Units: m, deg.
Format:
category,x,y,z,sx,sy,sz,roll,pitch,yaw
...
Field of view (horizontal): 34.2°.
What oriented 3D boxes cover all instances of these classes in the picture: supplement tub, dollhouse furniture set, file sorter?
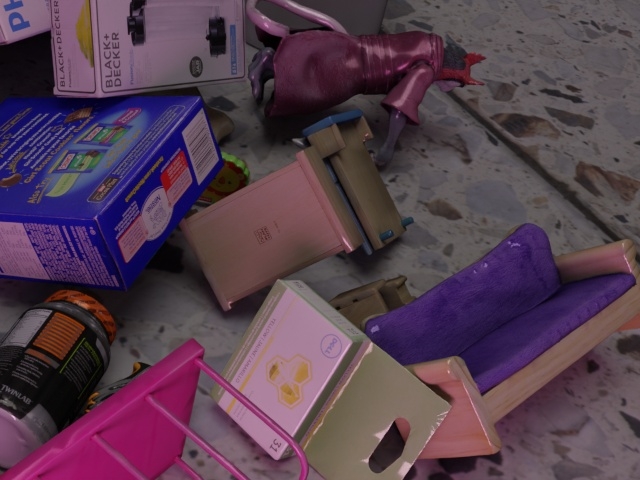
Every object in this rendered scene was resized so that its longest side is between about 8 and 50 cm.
category,x,y,z,sx,sy,sz,roll,pitch,yaw
supplement tub,-0.309,0.149,1.153,0.117,0.117,0.190,20,42,8
dollhouse furniture set,0.000,0.000,1.421,0.286,0.198,0.303,63,24,-3
file sorter,-0.173,0.280,0.986,0.182,0.202,0.291,37,47,20

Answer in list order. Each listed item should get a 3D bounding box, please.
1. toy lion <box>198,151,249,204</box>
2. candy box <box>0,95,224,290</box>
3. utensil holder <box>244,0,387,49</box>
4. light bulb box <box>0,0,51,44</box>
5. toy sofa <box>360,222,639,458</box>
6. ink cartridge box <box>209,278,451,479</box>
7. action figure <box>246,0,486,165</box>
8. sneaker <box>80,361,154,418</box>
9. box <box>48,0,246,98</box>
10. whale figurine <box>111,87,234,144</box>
category,x,y,z,sx,sy,sz,roll,pitch,yaw
toy lion,-0.151,-0.085,1.459,0.100,0.096,0.034,12,42,0
candy box,-0.327,-0.070,1.310,0.317,0.122,0.268,5,39,24
utensil holder,-0.011,-0.550,1.782,0.328,0.385,0.327,8,42,-7
light bulb box,-0.431,-0.426,1.551,0.361,0.225,0.358,-30,21,-37
toy sofa,0.232,0.102,1.258,0.363,0.150,0.177,-27,95,-36
ink cartridge box,0.004,0.177,1.161,0.235,0.171,0.056,39,17,27
action figure,0.074,-0.285,1.618,0.370,0.275,0.248,-5,38,-1
sneaker,-0.231,0.206,1.142,0.083,0.084,0.215,31,35,20
box,-0.227,-0.286,1.414,0.087,0.169,0.290,9,15,36
whale figurine,-0.266,-0.213,1.569,0.272,0.141,0.216,37,38,-9
